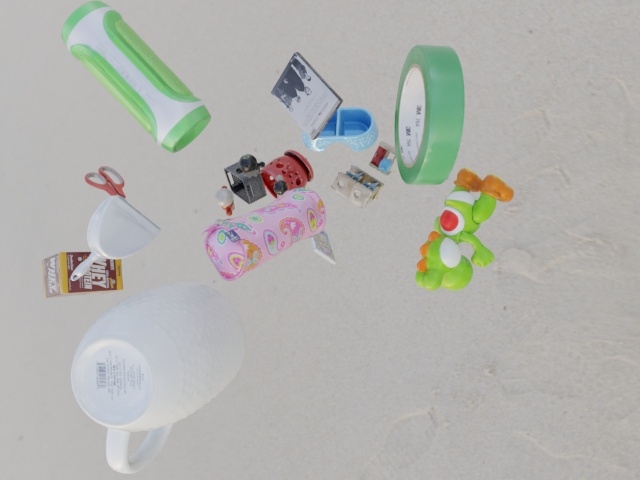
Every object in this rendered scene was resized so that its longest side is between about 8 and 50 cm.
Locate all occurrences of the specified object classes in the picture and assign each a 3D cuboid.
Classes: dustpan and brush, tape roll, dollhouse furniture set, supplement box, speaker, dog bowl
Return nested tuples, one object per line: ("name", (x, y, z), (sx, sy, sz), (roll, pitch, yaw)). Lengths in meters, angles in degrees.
("dustpan and brush", (-0.487, 0.012, 1.253), (0.060, 0.147, 0.211), (21, 71, 49))
("tape roll", (0.249, -0.292, 1.308), (0.321, 0.077, 0.322), (179, 90, -84))
("dollhouse furniture set", (0.144, -0.222, 1.748), (0.128, 0.129, 0.184), (33, 118, 11))
("supplement box", (-0.773, 0.111, 1.792), (0.194, 0.191, 0.129), (-12, 81, 47))
("speaker", (-0.355, -0.315, 1.073), (0.296, 0.131, 0.131), (47, 131, -6))
("dog bowl", (0.069, -0.423, 2.074), (0.296, 0.074, 0.166), (0, 65, 9))

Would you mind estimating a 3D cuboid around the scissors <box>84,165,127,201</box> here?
("scissors", (-0.594, -0.129, 1.669), (0.297, 0.109, 0.021), (40, 126, 17))

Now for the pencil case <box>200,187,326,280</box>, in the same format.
("pencil case", (-0.109, -0.023, 1.135), (0.124, 0.284, 0.124), (17, 119, 33))

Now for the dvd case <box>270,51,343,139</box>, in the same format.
("dvd case", (-0.051, -0.487, 1.868), (0.239, 0.029, 0.179), (50, 127, 12))

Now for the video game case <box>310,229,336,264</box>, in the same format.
("video game case", (0.000, 0.000, 1.457), (0.011, 0.087, 0.122), (-36, 44, 20))

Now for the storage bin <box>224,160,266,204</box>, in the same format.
("storage bin", (-0.306, -0.238, 2.249), (0.180, 0.084, 0.122), (33, 146, 47))

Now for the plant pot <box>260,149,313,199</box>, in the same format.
("plant pot", (-0.138, -0.274, 2.330), (0.191, 0.174, 0.191), (38, 158, 18))

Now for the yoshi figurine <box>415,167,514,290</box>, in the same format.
("yoshi figurine", (0.403, -0.007, 1.574), (0.202, 0.203, 0.362), (30, 88, 4))

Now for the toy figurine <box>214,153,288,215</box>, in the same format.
("toy figurine", (-0.214, -0.148, 1.789), (0.209, 0.148, 0.213), (36, 83, 3))

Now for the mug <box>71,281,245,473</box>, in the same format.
("mug", (-0.343, 0.286, 1.129), (0.276, 0.328, 0.375), (13, 95, 10))
